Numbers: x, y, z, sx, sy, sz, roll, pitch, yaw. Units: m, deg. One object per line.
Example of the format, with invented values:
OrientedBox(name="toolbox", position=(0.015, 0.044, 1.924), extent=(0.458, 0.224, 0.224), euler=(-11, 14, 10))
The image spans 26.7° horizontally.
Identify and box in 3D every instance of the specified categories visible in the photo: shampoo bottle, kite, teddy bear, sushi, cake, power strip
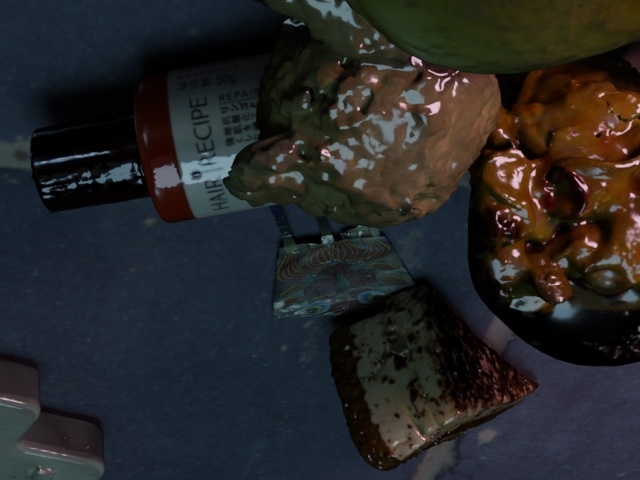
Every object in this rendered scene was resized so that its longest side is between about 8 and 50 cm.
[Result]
OrientedBox(name="shampoo bottle", position=(-0.059, -0.071, 0.923), extent=(0.278, 0.104, 0.104), euler=(-10, 142, 2))
OrientedBox(name="kite", position=(0.001, 0.002, 1.101), extent=(0.127, 0.016, 0.229), euler=(-16, 142, 4))
OrientedBox(name="teddy bear", position=(0.047, -0.124, 0.768), extent=(0.267, 0.156, 0.256), euler=(-5, 132, -37))
OrientedBox(name="sushi", position=(0.195, -0.028, 0.937), extent=(0.213, 0.200, 0.204), euler=(-18, 152, 0))
OrientedBox(name="cake", position=(0.117, 0.159, 1.221), extent=(0.112, 0.135, 0.246), euler=(-26, 140, 21))
OrientedBox(name="power strip", position=(-0.319, 0.176, 1.223), extent=(0.265, 0.059, 0.193), euler=(17, 135, -28))

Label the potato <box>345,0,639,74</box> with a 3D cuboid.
OrientedBox(name="potato", position=(0.139, -0.230, 0.555), extent=(0.269, 0.219, 0.359), euler=(20, 107, -20))
